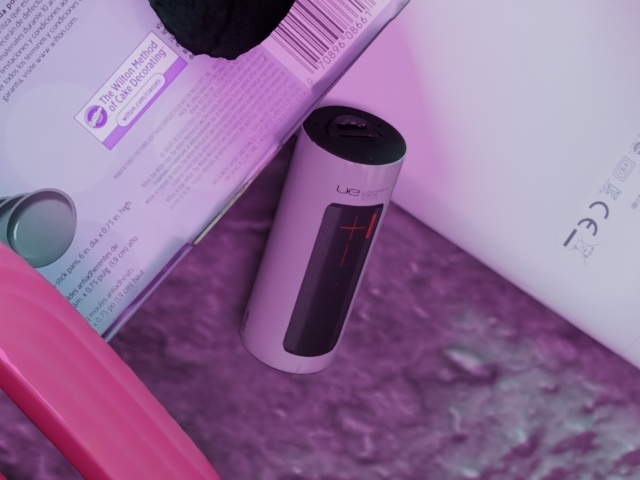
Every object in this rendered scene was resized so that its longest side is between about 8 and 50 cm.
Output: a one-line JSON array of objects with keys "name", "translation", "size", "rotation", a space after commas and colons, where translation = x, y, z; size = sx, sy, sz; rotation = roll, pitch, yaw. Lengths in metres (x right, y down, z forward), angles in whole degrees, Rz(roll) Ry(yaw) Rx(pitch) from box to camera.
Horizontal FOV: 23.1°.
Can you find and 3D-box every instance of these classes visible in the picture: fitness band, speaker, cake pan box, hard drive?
[{"name": "fitness band", "translation": [-0.152, 0.092, 0.738], "size": [0.291, 0.209, 0.054], "rotation": [51, 50, -21]}, {"name": "speaker", "translation": [0.000, 0.000, 0.800], "size": [0.055, 0.055, 0.136], "rotation": [8, 124, -15]}, {"name": "cake pan box", "translation": [-0.126, -0.108, 0.734], "size": [0.245, 0.070, 0.267], "rotation": [40, 94, -9]}, {"name": "hard drive", "translation": [0.120, -0.092, 0.836], "size": [0.318, 0.040, 0.210], "rotation": [33, 95, -19]}]

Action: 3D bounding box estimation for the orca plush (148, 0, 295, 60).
[{"name": "orca plush", "translation": [-0.020, -0.222, 0.661], "size": [0.151, 0.102, 0.287], "rotation": [27, 59, -17]}]
